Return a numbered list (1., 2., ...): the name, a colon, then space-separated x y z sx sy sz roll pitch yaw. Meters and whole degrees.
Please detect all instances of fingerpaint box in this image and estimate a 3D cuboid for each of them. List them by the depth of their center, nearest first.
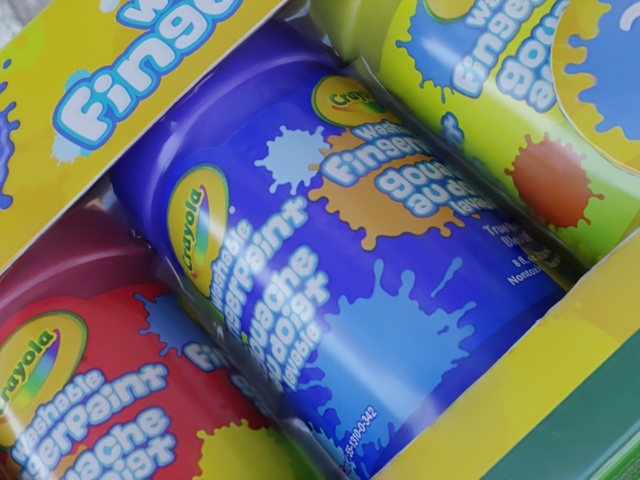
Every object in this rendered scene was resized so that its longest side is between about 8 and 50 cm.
1. fingerpaint box: 0.000 0.000 0.469 0.445 0.163 0.371 -43 63 0
